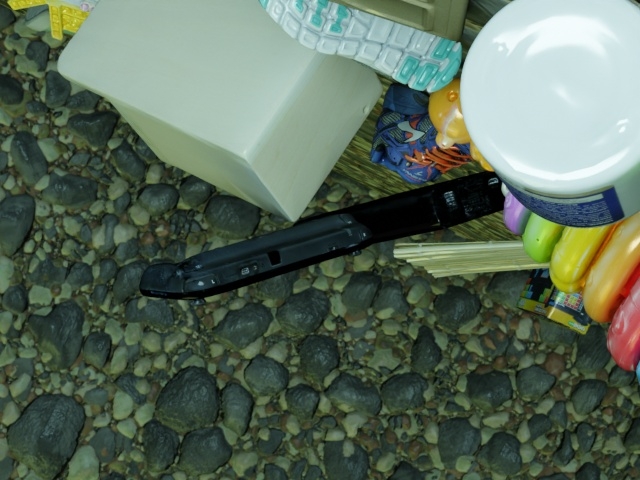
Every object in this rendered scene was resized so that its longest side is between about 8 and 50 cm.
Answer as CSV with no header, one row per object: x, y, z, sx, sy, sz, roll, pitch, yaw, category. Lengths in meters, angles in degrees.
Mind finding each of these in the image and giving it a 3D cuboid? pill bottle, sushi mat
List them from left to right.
0.149,-0.066,0.807,0.112,0.112,0.187,26,179,18,pill bottle
0.235,0.010,1.272,0.317,0.019,0.151,-3,170,22,sushi mat

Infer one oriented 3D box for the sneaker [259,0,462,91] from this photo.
0.019,-0.158,1.023,0.166,0.065,0.076,28,-177,-19,sneaker

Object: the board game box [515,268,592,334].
0.274,0.023,1.516,0.048,0.141,0.170,24,179,-4,board game box

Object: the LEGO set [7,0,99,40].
-0.240,-0.280,1.370,0.287,0.107,0.132,31,144,-11,LEGO set

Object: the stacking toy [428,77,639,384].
0.202,-0.029,1.089,0.302,0.175,0.166,38,180,19,stacking toy

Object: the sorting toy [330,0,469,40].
-0.055,-0.194,0.844,0.307,0.041,0.229,19,-177,4,sorting toy

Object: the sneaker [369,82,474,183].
0.113,-0.090,1.335,0.083,0.087,0.221,26,180,-21,sneaker

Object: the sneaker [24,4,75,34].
-0.267,-0.271,1.719,0.151,0.094,0.256,24,-178,-26,sneaker

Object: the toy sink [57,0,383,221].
-0.089,-0.141,1.256,0.234,0.152,0.131,25,164,31,toy sink

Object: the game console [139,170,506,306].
0.000,0.000,1.254,0.361,0.044,0.213,-16,-178,-36,game console
